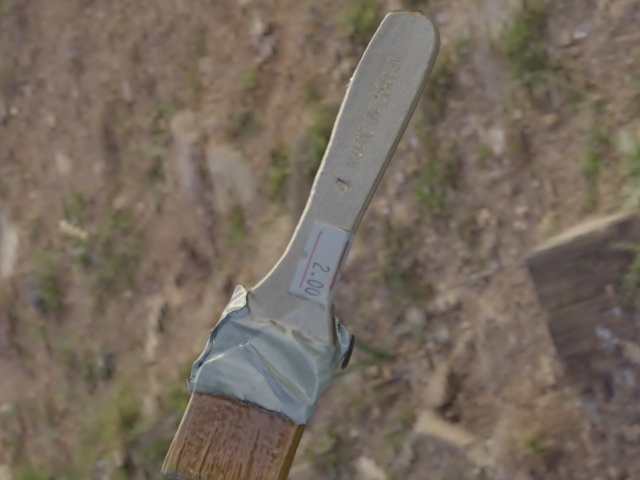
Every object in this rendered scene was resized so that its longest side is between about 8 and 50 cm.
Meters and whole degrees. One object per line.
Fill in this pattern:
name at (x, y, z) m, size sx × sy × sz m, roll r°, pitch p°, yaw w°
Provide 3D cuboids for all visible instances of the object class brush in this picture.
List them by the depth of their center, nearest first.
brush at (0.000, 0.000, 1.109) m, size 0.085 × 0.336 × 0.020 m, roll 21°, pitch 162°, yaw 4°
